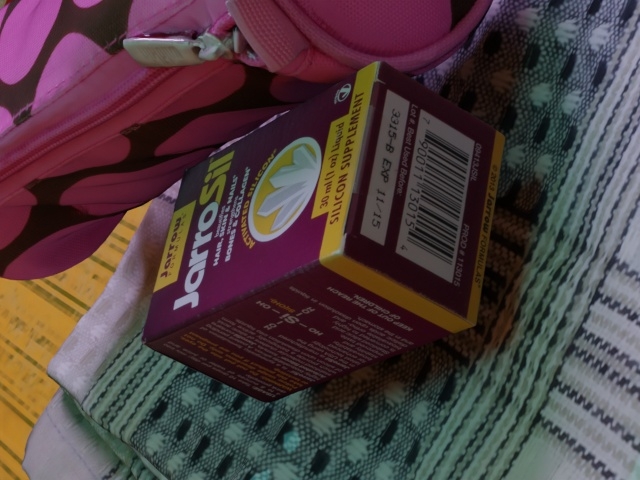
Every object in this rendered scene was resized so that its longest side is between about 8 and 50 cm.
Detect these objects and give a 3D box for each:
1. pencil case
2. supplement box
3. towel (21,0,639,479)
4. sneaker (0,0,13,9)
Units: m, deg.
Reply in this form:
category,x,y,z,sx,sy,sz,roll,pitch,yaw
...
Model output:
category,x,y,z,sx,sy,sz,roll,pitch,yaw
pencil case,-0.050,-0.050,0.519,0.209,0.095,0.098,-28,27,50
supplement box,0.000,0.000,0.446,0.083,0.043,0.055,-26,45,48
towel,0.029,-0.016,0.498,0.324,0.056,0.312,-62,31,3
sneaker,-0.241,-0.126,0.912,0.221,0.128,0.087,-31,43,42
